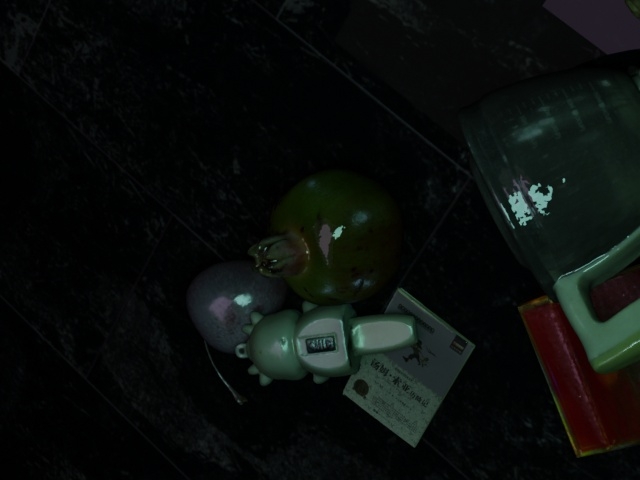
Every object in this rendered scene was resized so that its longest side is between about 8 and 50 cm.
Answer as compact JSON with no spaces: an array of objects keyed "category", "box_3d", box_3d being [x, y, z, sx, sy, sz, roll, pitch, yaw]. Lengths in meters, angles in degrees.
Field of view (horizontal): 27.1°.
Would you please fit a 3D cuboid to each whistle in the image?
[{"category":"whistle","box_3d":[0.006,0.129,1.715,0.244,0.092,0.110,-9,90,14]}]

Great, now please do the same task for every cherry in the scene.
[{"category":"cherry","box_3d":[-0.094,0.111,1.798,0.148,0.115,0.188,-33,94,-8]}]

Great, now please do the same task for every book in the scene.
[{"category":"book","box_3d":[0.112,0.167,1.728,0.127,0.014,0.182,37,119,19]}]

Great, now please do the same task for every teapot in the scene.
[{"category":"teapot","box_3d":[0.296,-0.061,1.398,0.239,0.322,0.239,-27,121,13]}]

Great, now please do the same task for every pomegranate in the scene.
[{"category":"pomegranate","box_3d":[0.000,0.000,1.639,0.180,0.209,0.180,13,107,45]}]

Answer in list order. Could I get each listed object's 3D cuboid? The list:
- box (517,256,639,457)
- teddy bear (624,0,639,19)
[{"category":"box","box_3d":[0.401,0.109,1.488,0.313,0.089,0.197,-22,91,33]},{"category":"teddy bear","box_3d":[0.334,-0.331,1.372,0.267,0.156,0.256,127,122,-77]}]
